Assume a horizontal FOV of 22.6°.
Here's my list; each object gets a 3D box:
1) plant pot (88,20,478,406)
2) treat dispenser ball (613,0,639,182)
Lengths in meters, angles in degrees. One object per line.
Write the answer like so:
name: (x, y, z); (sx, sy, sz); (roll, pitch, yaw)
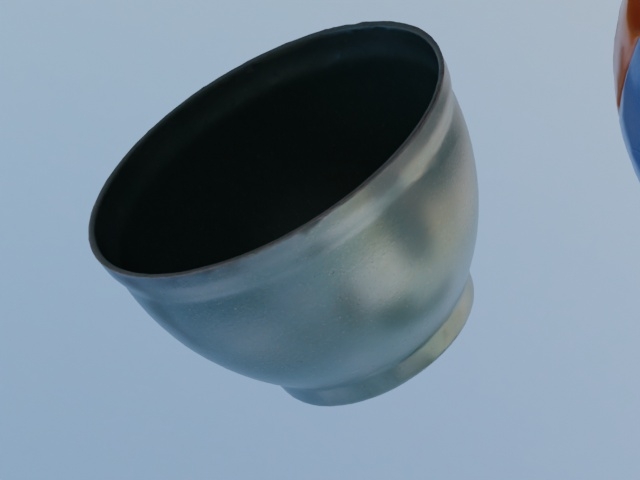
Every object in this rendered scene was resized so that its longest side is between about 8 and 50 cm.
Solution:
plant pot: (0.000, 0.000, 1.210); (0.293, 0.196, 0.293); (-23, -150, 14)
treat dispenser ball: (0.308, -0.097, 0.882); (0.288, 0.288, 0.288); (10, -154, -5)
